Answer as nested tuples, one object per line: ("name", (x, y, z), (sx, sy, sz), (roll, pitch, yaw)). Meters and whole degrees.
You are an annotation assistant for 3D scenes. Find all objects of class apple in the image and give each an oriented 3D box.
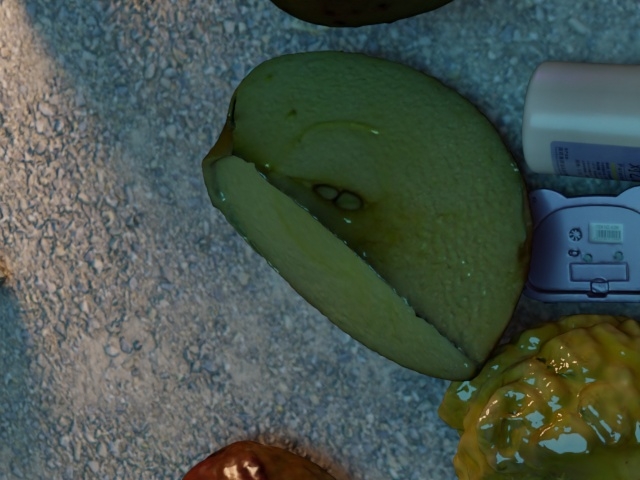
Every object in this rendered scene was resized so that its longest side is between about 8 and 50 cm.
("apple", (0.051, -0.022, 1.048), (0.346, 0.179, 0.254), (40, 117, 16))

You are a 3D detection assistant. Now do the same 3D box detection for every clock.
("clock", (0.257, 0.001, 1.028), (0.153, 0.050, 0.110), (-1, 101, 25))

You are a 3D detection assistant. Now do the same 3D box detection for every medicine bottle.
("medicine bottle", (0.277, -0.101, 0.967), (0.187, 0.103, 0.102), (7, 104, 24))

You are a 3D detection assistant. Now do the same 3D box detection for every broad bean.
("broad bean", (-0.050, 0.304, 1.201), (0.229, 0.122, 0.156), (26, 109, 22))

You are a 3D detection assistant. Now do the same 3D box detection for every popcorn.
("popcorn", (0.223, 0.184, 1.015), (0.250, 0.190, 0.250), (5, 110, 14))

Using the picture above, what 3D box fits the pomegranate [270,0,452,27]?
("pomegranate", (0.029, -0.320, 0.985), (0.291, 0.323, 0.290), (0, 85, -2))

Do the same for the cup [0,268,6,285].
("cup", (-0.471, 0.034, 1.358), (0.128, 0.095, 0.129), (-41, 84, 27))
